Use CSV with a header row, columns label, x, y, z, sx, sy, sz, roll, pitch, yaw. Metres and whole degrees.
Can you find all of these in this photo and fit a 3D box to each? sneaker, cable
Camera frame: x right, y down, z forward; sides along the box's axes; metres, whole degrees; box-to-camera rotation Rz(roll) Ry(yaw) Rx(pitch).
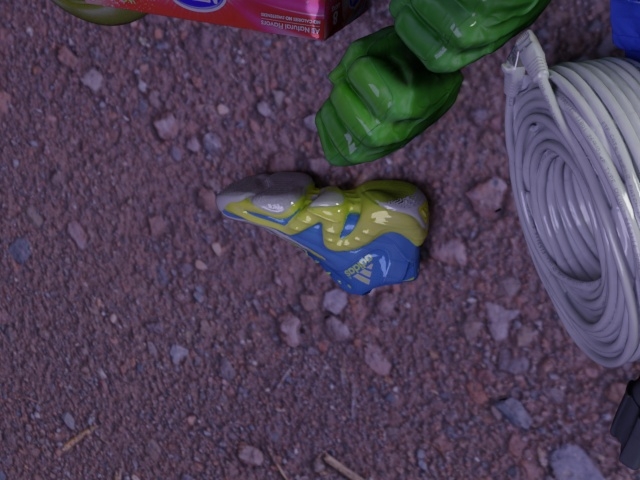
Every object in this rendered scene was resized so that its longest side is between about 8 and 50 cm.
label,x,y,z,sx,sy,sz,roll,pitch,yaw
sneaker,0.000,0.000,1.210,0.240,0.091,0.126,6,116,29
cable,0.237,-0.025,0.968,0.257,0.089,0.257,83,167,-51

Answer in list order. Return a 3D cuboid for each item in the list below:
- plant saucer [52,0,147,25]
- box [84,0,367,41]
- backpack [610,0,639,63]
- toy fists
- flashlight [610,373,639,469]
label,x,y,z,sx,sy,sz,roll,pitch,yaw
plant saucer,-0.257,-0.345,1.239,0.241,0.037,0.240,14,119,26
box,-0.088,-0.280,1.090,0.257,0.122,0.128,13,120,18
backpack,0.306,-0.185,0.925,0.120,0.098,0.101,12,147,27
toy fists,0.094,-0.171,1.033,0.096,0.142,0.279,48,128,4
flashlight,0.349,0.068,1.023,0.103,0.103,0.304,6,126,-8
